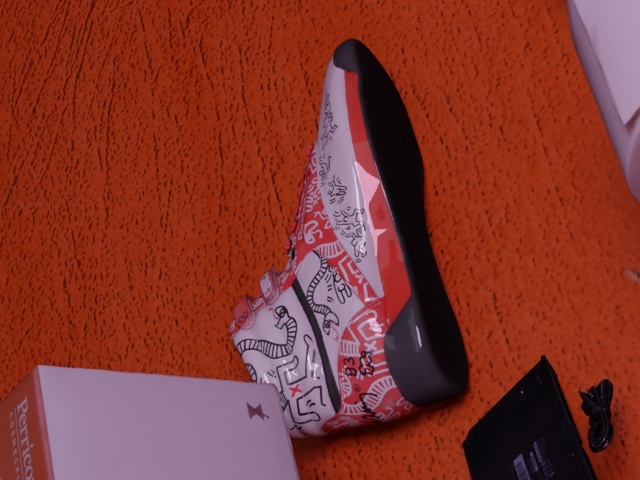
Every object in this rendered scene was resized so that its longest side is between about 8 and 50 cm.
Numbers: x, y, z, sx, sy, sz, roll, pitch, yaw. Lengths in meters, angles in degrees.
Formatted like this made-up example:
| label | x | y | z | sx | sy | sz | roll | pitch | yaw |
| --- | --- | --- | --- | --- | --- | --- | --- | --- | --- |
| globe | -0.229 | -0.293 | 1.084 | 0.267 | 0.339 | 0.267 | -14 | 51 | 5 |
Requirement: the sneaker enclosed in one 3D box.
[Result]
| label | x | y | z | sx | sy | sz | roll | pitch | yaw |
| --- | --- | --- | --- | --- | --- | --- | --- | --- | --- |
| sneaker | -0.001 | 0.000 | 1.042 | 0.145 | 0.090 | 0.270 | -23 | 64 | 23 |

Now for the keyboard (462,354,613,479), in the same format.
| label | x | y | z | sx | sy | sz | roll | pitch | yaw |
| --- | --- | --- | --- | --- | --- | --- | --- | --- | --- |
| keyboard | 0.135 | 0.130 | 0.888 | 0.108 | 0.023 | 0.180 | -48 | 20 | 17 |

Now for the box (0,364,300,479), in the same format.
| label | x | y | z | sx | sy | sz | roll | pitch | yaw |
| --- | --- | --- | --- | --- | --- | --- | --- | --- | --- |
| box | -0.162 | 0.251 | 0.942 | 0.345 | 0.168 | 0.215 | -42 | 51 | 40 |

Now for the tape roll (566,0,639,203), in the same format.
| label | x | y | z | sx | sy | sz | roll | pitch | yaw |
| --- | --- | --- | --- | --- | --- | --- | --- | --- | --- |
| tape roll | 0.272 | -0.116 | 0.776 | 0.286 | 0.286 | 0.100 | -28 | 60 | 23 |
